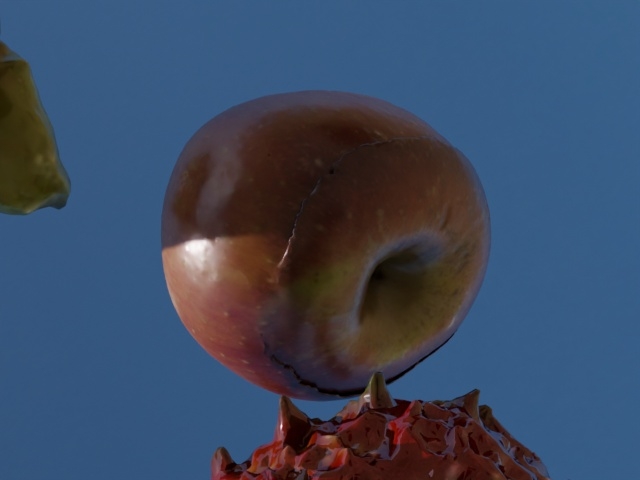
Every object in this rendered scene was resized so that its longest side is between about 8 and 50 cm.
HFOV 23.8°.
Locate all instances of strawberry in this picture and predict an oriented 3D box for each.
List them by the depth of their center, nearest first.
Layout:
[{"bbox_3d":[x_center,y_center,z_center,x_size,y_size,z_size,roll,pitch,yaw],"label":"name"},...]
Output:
[{"bbox_3d":[0.057,0.261,0.879,0.292,0.292,0.343,14,-147,-32],"label":"strawberry"}]

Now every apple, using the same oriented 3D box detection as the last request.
[{"bbox_3d":[0.000,0.000,1.217,0.272,0.251,0.206,-12,-148,-38],"label":"apple"}]

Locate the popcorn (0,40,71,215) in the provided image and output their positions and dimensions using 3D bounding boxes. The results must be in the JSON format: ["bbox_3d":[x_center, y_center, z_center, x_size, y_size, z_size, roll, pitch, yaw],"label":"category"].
[{"bbox_3d":[-0.390,-0.128,1.224,0.290,0.326,0.321,-3,-135,-44],"label":"popcorn"}]
